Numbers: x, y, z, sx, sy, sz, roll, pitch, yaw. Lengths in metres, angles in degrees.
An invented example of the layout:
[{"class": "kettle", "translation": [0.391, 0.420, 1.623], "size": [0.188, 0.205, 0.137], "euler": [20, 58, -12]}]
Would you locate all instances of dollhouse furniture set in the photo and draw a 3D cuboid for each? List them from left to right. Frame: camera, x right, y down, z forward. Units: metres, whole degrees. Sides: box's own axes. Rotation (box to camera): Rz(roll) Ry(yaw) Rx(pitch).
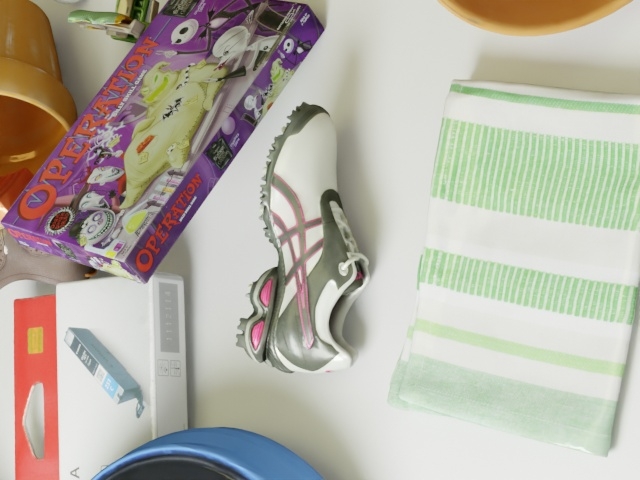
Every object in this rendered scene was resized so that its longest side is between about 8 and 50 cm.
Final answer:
[{"class": "dollhouse furniture set", "translation": [-0.226, -0.260, 1.949], "size": [0.076, 0.151, 0.059], "euler": [11, 91, 7]}]

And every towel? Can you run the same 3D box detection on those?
[{"class": "towel", "translation": [0.187, 0.016, 1.601], "size": [0.247, 0.038, 0.325], "euler": [9, 87, 41]}]

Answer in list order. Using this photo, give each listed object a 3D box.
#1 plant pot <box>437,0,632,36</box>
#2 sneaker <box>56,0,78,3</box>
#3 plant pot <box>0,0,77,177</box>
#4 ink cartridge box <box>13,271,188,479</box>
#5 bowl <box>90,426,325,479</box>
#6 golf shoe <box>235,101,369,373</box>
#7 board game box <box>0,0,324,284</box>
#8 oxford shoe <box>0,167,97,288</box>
[{"class": "plant pot", "translation": [0.178, -0.357, 1.544], "size": [0.291, 0.291, 0.203], "euler": [-53, 36, 20]}, {"class": "sneaker", "translation": [-0.319, -0.391, 2.110], "size": [0.094, 0.080, 0.212], "euler": [172, 91, -73]}, {"class": "plant pot", "translation": [-0.389, -0.186, 2.051], "size": [0.205, 0.205, 0.188], "euler": [-29, 48, 33]}, {"class": "ink cartridge box", "translation": [-0.264, 0.194, 1.906], "size": [0.261, 0.066, 0.296], "euler": [-8, 80, 33]}, {"class": "bowl", "translation": [-0.120, 0.382, 1.714], "size": [0.391, 0.077, 0.391], "euler": [-1, 87, 31]}, {"class": "golf shoe", "translation": [0.000, 0.000, 1.741], "size": [0.120, 0.105, 0.273], "euler": [8, 92, 26]}, {"class": "board game box", "translation": [-0.167, -0.121, 1.827], "size": [0.208, 0.056, 0.347], "euler": [12, 61, 45]}, {"class": "oxford shoe", "translation": [-0.262, -0.029, 1.968], "size": [0.363, 0.130, 0.133], "euler": [-14, 113, 28]}]
